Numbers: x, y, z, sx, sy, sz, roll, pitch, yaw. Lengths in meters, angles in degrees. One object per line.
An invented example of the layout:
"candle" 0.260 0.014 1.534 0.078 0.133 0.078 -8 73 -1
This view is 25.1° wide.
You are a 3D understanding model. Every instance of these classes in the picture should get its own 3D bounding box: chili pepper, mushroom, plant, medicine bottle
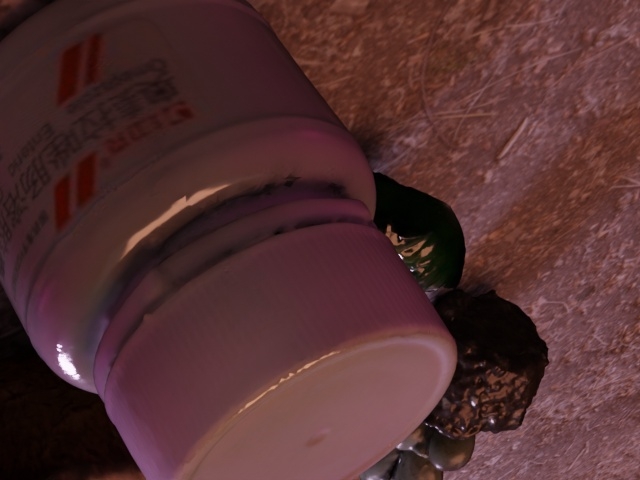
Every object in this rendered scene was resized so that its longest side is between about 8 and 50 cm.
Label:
"chili pepper" 0.001 -0.006 1.180 0.264 0.116 0.148 -1 142 -28
"mushroom" -0.190 0.183 1.143 0.345 0.239 0.345 -34 159 -15
"plant" 0.132 0.186 1.581 0.149 0.146 0.274 16 129 -21
"medicine bottle" -0.075 0.006 0.910 0.241 0.302 0.241 -26 151 -16
